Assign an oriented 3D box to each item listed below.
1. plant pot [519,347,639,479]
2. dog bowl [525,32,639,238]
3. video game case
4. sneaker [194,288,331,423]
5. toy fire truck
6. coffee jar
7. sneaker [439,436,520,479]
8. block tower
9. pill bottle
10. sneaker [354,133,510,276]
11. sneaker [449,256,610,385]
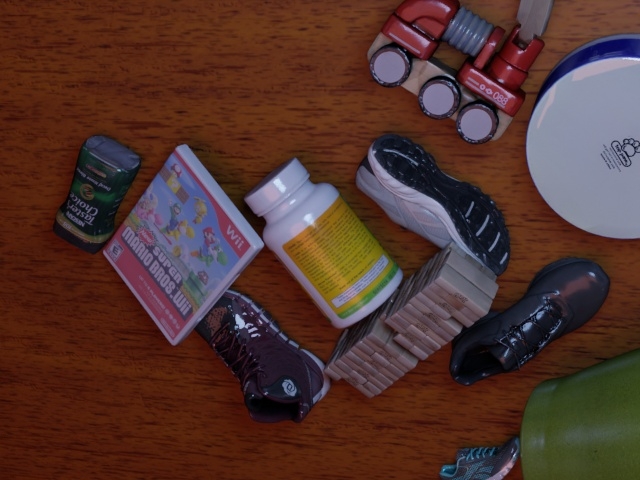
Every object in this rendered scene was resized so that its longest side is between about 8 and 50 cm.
[{"bbox_3d":[0.488,0.300,1.754,0.353,0.366,0.367,-12,111,36],"label":"plant pot"},{"bbox_3d":[0.414,-0.139,1.677,0.264,0.104,0.265,8,117,15],"label":"dog bowl"},{"bbox_3d":[-0.222,0.012,1.948,0.204,0.025,0.285,51,131,11],"label":"video game case"},{"bbox_3d":[-0.118,0.191,1.981,0.281,0.162,0.106,34,121,0],"label":"sneaker"},{"bbox_3d":[0.207,-0.279,1.665,0.217,0.158,0.246,34,109,1],"label":"toy fire truck"},{"bbox_3d":[-0.361,-0.070,1.984,0.096,0.079,0.184,29,121,3],"label":"coffee jar"},{"bbox_3d":[0.255,0.362,2.001,0.076,0.065,0.166,44,119,-1],"label":"sneaker"},{"bbox_3d":[0.134,0.126,1.855,0.097,0.091,0.335,38,139,-9],"label":"block tower"},{"bbox_3d":[0.000,0.000,1.863,0.136,0.136,0.246,-34,101,29],"label":"pill bottle"},{"bbox_3d":[0.168,-0.043,1.823,0.271,0.100,0.108,40,141,-4],"label":"sneaker"},{"bbox_3d":[0.307,0.133,1.832,0.286,0.130,0.109,-40,96,28],"label":"sneaker"}]
